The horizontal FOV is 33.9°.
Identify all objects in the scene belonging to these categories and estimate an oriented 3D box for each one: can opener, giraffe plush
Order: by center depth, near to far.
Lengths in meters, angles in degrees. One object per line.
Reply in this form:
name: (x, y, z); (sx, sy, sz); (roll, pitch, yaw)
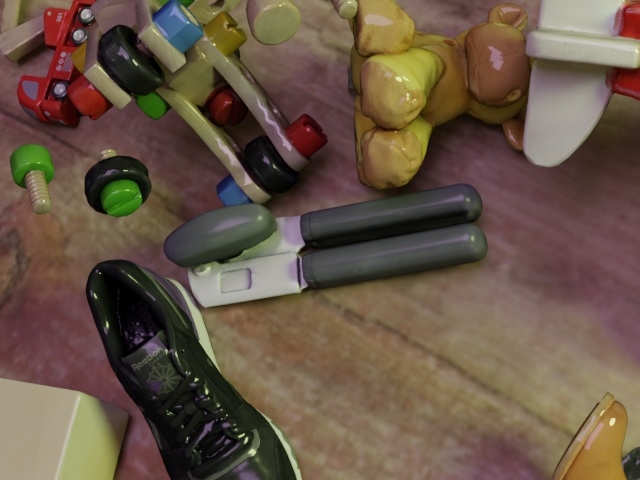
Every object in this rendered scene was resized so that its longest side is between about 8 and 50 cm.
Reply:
giraffe plush: (0.114, -0.140, 0.929); (0.171, 0.210, 0.181); (-4, 111, -1)
can opener: (0.000, 0.000, 0.931); (0.283, 0.095, 0.076); (-11, 69, 18)

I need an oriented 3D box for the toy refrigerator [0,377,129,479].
toy refrigerator: (-0.259, 0.265, 0.911); (0.102, 0.094, 0.269); (4, 71, 23)

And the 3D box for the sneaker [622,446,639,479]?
sneaker: (0.318, 0.196, 0.806); (0.170, 0.051, 0.089); (32, 82, 27)

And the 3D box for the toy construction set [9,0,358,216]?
toy construction set: (-0.113, -0.195, 0.927); (0.309, 0.257, 0.237); (-53, 45, 35)

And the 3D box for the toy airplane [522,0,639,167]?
toy airplane: (0.343, -0.129, 0.770); (0.386, 0.272, 0.384); (-43, 70, 43)

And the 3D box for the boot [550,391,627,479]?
boot: (0.244, 0.225, 0.786); (0.152, 0.073, 0.197); (18, 102, 24)

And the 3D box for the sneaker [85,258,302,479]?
sneaker: (-0.123, 0.138, 0.899); (0.107, 0.124, 0.283); (-37, 66, 0)

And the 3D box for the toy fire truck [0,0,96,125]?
toy fire truck: (-0.293, -0.219, 1.113); (0.135, 0.047, 0.192); (10, 75, 18)
